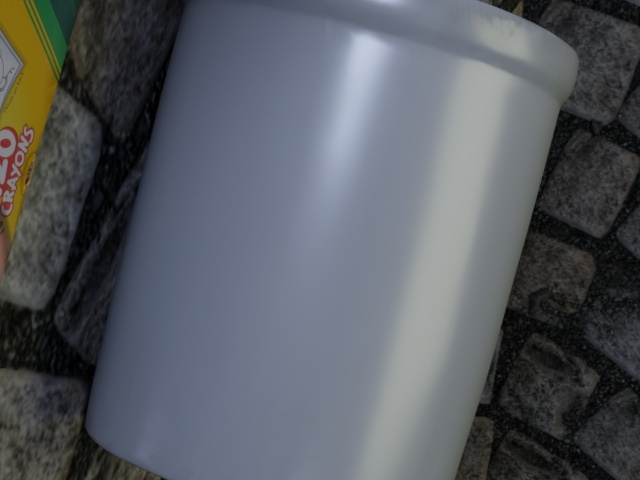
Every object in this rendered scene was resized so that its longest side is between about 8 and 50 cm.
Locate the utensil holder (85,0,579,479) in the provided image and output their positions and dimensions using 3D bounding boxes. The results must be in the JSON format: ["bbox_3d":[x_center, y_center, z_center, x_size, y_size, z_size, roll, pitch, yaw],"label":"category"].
[{"bbox_3d":[0.000,0.000,0.996,0.327,0.328,0.385,13,93,-72],"label":"utensil holder"}]

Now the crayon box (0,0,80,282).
[{"bbox_3d":[-0.226,-0.060,0.646,0.165,0.081,0.278,30,74,-71],"label":"crayon box"}]
